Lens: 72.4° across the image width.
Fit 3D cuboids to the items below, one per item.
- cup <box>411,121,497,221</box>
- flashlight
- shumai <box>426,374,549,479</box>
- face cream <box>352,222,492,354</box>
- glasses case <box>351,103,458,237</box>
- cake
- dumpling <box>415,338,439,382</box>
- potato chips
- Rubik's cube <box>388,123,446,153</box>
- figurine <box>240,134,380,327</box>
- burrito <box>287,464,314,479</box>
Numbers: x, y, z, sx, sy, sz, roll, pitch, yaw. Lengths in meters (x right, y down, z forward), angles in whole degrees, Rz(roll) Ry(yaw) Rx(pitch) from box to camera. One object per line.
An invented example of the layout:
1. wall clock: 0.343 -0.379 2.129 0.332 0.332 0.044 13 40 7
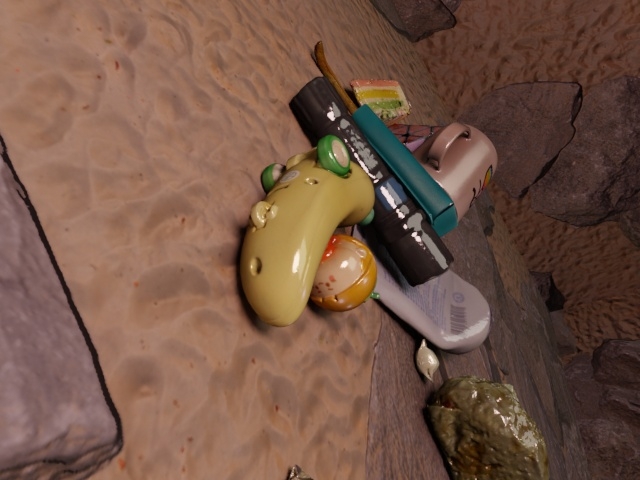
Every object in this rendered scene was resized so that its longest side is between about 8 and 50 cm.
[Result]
1. cup: 0.296 -0.175 1.019 0.200 0.192 0.252 -46 153 -18
2. flashlight: 0.087 -0.108 0.795 0.424 0.103 0.103 55 30 0
3. shumai: 0.326 0.351 0.825 0.218 0.189 0.255 -29 101 -59
4. face cream: 0.213 0.094 0.907 0.420 0.137 0.234 41 42 -25
5. glasses case: 0.160 -0.142 0.895 0.301 0.070 0.117 59 6 29
6. cake: 0.137 -0.349 1.127 0.225 0.090 0.109 -23 91 -49
7. dumpling: 0.210 0.238 0.861 0.077 0.043 0.059 58 10 19
8. potato chips: 0.039 -0.361 1.001 0.204 0.037 0.026 52 42 -36
9. Rubik's cube: 0.219 -0.201 1.180 0.190 0.211 0.178 -32 123 -29
10. figurine: 0.000 0.000 0.605 0.222 0.124 0.324 57 34 -25
11. burrito: 0.005 0.330 0.455 0.058 0.045 0.188 47 23 -80
